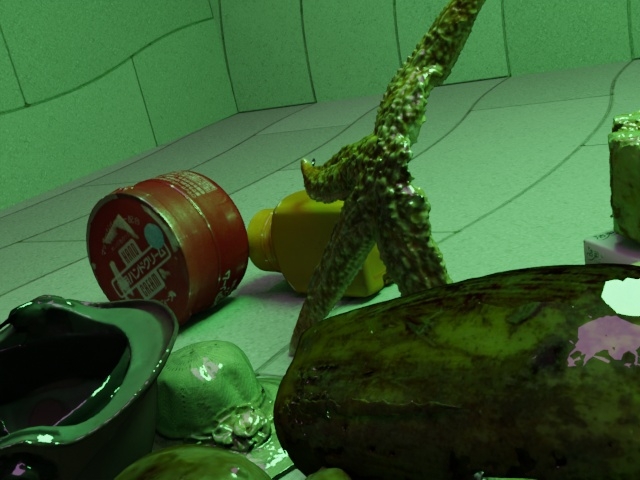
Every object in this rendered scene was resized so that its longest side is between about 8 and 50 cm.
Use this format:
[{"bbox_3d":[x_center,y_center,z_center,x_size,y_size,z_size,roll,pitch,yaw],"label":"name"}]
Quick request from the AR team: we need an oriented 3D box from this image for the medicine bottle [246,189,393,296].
[{"bbox_3d":[0.001,0.000,1.254,0.222,0.149,0.112,1,21,40],"label":"medicine bottle"}]

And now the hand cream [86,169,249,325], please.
[{"bbox_3d":[-0.233,0.010,1.274,0.230,0.230,0.149,-1,20,35],"label":"hand cream"}]

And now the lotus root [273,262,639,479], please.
[{"bbox_3d":[0.134,0.114,0.564,0.398,0.196,0.179,-9,53,42],"label":"lotus root"}]

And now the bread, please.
[{"bbox_3d":[0.401,-0.067,0.878,0.196,0.138,0.102,4,22,29],"label":"bread"}]

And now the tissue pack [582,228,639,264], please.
[{"bbox_3d":[0.452,0.019,0.951,0.246,0.092,0.148,-17,19,-15],"label":"tissue pack"}]

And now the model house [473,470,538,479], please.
[{"bbox_3d":[0.076,0.248,0.400,0.136,0.219,0.207,-27,19,24],"label":"model house"}]

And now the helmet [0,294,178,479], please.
[{"bbox_3d":[-0.278,0.194,0.763,0.339,0.197,0.271,-13,24,-8],"label":"helmet"}]

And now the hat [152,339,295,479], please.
[{"bbox_3d":[-0.120,0.165,0.887,0.252,0.109,0.252,-12,18,4],"label":"hat"}]

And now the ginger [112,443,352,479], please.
[{"bbox_3d":[-0.143,0.237,0.525,0.375,0.176,0.256,-26,12,-2],"label":"ginger"}]

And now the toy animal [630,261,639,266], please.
[{"bbox_3d":[0.287,0.097,0.733,0.171,0.171,0.198,-5,15,25],"label":"toy animal"}]

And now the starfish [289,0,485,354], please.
[{"bbox_3d":[0.084,-0.053,0.991,0.132,0.397,0.384,0,-19,-34],"label":"starfish"}]
